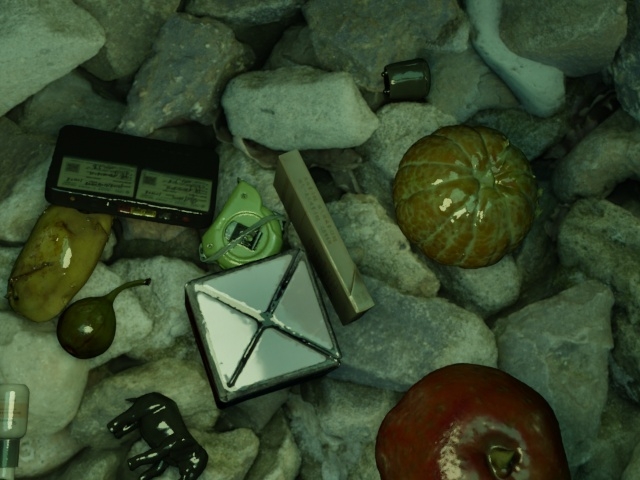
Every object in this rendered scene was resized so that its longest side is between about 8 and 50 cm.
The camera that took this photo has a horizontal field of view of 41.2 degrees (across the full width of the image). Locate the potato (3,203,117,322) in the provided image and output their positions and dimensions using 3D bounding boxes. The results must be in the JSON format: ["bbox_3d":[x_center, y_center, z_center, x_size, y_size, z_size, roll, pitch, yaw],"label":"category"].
[{"bbox_3d":[-0.540,0.026,1.771,0.140,0.173,0.300,43,68,-41],"label":"potato"}]

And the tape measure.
[{"bbox_3d":[-0.165,-0.010,1.852,0.175,0.106,0.200,33,76,5],"label":"tape measure"}]

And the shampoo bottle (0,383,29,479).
[{"bbox_3d":[-0.629,0.385,1.709,0.074,0.074,0.191,3,76,-7],"label":"shampoo bottle"}]

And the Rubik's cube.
[{"bbox_3d":[-0.123,0.186,1.733,0.260,0.259,0.254,-18,80,-10],"label":"Rubik's cube"}]

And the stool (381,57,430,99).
[{"bbox_3d":[0.202,-0.378,2.001,0.110,0.096,0.096,-8,77,-6],"label":"stool"}]

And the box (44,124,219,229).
[{"bbox_3d":[-0.395,-0.137,1.817,0.350,0.058,0.211,10,47,-12],"label":"box"}]

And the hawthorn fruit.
[{"bbox_3d":[0.309,0.430,1.667,0.403,0.403,0.402,2,76,-7],"label":"hawthorn fruit"}]

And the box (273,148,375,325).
[{"bbox_3d":[0.001,0.000,1.821,0.051,0.204,0.365,-24,80,-12],"label":"box"}]

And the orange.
[{"bbox_3d":[0.320,-0.101,1.869,0.330,0.249,0.329,5,71,-13],"label":"orange"}]

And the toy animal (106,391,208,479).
[{"bbox_3d":[-0.323,0.417,1.721,0.146,0.114,0.245,-30,82,-13],"label":"toy animal"}]

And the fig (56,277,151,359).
[{"bbox_3d":[-0.449,0.144,1.783,0.124,0.124,0.236,40,60,3],"label":"fig"}]
